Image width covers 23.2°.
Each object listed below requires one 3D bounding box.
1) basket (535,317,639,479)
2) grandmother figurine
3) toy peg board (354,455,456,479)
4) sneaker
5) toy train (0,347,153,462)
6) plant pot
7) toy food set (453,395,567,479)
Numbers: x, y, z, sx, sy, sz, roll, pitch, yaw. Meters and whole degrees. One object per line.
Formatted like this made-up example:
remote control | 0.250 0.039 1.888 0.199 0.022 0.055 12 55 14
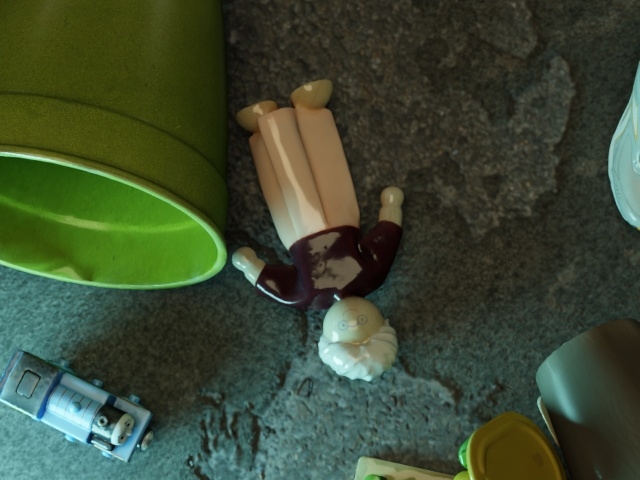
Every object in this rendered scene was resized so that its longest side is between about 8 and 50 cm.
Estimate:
basket | 0.332 0.209 1.628 0.204 0.154 0.227 -29 63 2
grandmother figurine | 0.000 0.000 1.768 0.207 0.104 0.342 -24 73 14
toy peg board | 0.100 0.328 1.693 0.161 0.079 0.161 11 81 12
sneaker | 0.372 -0.140 1.704 0.099 0.121 0.262 9 93 12
toy train | -0.279 0.189 1.773 0.184 0.105 0.080 25 84 14
plant pot | -0.250 -0.175 1.740 0.366 0.366 0.353 6 69 11
toy food set | 0.198 0.255 1.655 0.071 0.218 0.128 -34 81 33
